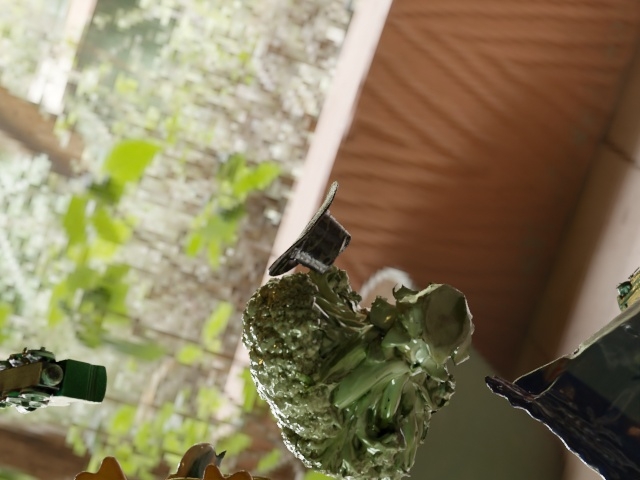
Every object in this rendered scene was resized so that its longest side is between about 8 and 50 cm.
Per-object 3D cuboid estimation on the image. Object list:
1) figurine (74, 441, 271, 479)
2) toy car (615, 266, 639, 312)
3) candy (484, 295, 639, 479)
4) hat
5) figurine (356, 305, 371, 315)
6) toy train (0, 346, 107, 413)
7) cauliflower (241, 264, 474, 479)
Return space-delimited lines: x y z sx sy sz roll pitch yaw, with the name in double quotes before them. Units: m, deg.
"figurine" -0.093 0.260 1.310 0.344 0.215 0.187 65 -133 -65
"toy car" 0.377 0.047 1.753 0.122 0.035 0.059 -53 44 30
"candy" 0.303 0.095 1.299 0.331 0.187 0.077 -32 -38 -37
"hat" 0.000 0.000 1.569 0.121 0.050 0.121 -55 -4 -5
"figurine" 0.078 0.216 2.236 0.124 0.222 0.324 -22 17 21
"toy train" -0.352 0.180 2.001 0.178 0.104 0.071 -16 64 56
"cauliflower" 0.057 0.133 1.719 0.250 0.272 0.275 -26 6 27
